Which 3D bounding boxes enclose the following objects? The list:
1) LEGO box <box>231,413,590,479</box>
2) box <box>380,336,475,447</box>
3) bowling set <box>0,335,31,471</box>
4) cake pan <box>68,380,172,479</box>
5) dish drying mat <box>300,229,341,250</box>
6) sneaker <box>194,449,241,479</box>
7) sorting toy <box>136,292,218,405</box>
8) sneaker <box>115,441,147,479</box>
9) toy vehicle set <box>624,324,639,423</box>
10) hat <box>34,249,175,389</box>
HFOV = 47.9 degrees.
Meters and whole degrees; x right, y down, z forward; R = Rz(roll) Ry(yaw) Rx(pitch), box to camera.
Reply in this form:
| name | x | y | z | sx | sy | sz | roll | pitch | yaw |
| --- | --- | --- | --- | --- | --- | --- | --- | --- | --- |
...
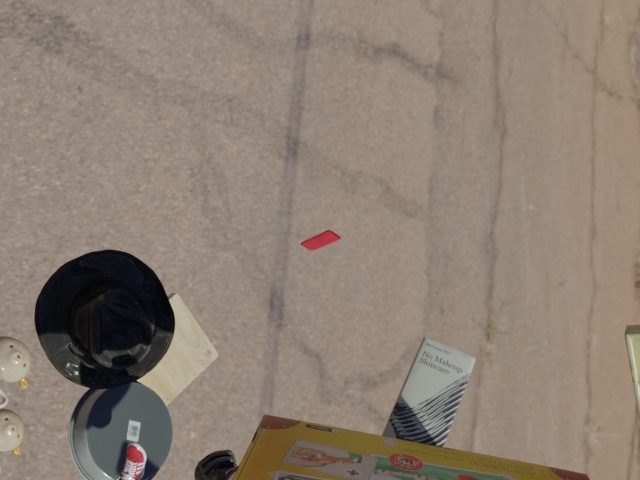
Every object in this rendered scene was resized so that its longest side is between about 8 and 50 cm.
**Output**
| name | x | y | z | sx | sy | sz | roll | pitch | yaw |
| --- | --- | --- | --- | --- | --- | --- | --- | --- | --- |
| LEGO box | 0.119 | 0.418 | 0.913 | 0.372 | 0.500 | 0.193 | -50 | 148 | -79 |
| box | 0.183 | 0.322 | 1.312 | 0.094 | 0.113 | 0.275 | 97 | 18 | -54 |
| bowling set | -0.352 | 0.106 | 0.697 | 0.287 | 0.200 | 0.154 | 60 | 32 | -14 |
| cake pan | -0.498 | 0.493 | 1.848 | 0.293 | 0.054 | 0.293 | 24 | 56 | -40 |
| dish drying mat | 0.000 | 0.000 | 1.333 | 0.032 | 0.083 | 0.008 | 34 | 53 | -26 |
| sneaker | -0.184 | 0.463 | 1.413 | 0.105 | 0.295 | 0.147 | -3 | 50 | -28 |
| sorting toy | -0.472 | 0.324 | 2.121 | 0.255 | 0.089 | 0.257 | -43 | 122 | -27 |
| sneaker | -0.385 | 0.462 | 1.451 | 0.067 | 0.042 | 0.118 | -52 | 157 | -50 |
| toy vehicle set | 0.606 | 0.262 | 1.178 | 0.035 | 0.166 | 0.266 | -33 | 112 | -57 |
| hat | -0.471 | 0.193 | 1.613 | 0.331 | 0.134 | 0.331 | -4 | 100 | -23 |
